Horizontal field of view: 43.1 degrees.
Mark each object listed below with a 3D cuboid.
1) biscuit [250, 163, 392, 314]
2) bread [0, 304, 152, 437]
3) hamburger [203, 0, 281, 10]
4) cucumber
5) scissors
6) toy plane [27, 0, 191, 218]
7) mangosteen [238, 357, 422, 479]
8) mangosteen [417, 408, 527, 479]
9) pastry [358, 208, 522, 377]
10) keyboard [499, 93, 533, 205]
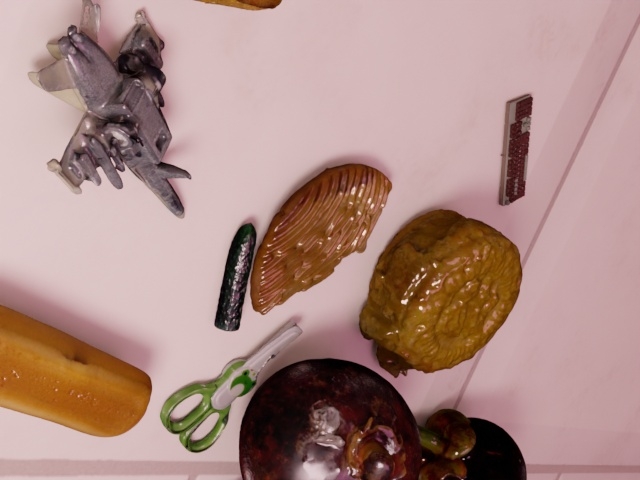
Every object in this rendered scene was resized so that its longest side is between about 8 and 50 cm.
[{"bbox_3d":[0.001,0.000,0.995,0.228,0.031,0.176,-59,142,-2],"label":"biscuit"},{"bbox_3d":[-0.275,0.129,0.802,0.092,0.074,0.239,-52,136,0],"label":"bread"},{"bbox_3d":[-0.100,-0.256,0.670,0.182,0.191,0.117,-1,110,-33],"label":"hamburger"},{"bbox_3d":[-0.097,0.041,0.942,0.032,0.032,0.133,-2,114,-41],"label":"cucumber"},{"bbox_3d":[-0.104,0.173,1.009,0.204,0.027,0.101,-43,137,-13],"label":"scissors"},{"bbox_3d":[-0.172,-0.099,0.767,0.262,0.088,0.192,55,46,-47],"label":"toy plane"},{"bbox_3d":[0.027,0.254,0.978,0.236,0.261,0.235,5,80,-26],"label":"mangosteen"},{"bbox_3d":[0.223,0.360,1.297,0.194,0.194,0.230,-42,111,-17],"label":"mangosteen"},{"bbox_3d":[0.170,0.077,1.125,0.235,0.132,0.240,-45,133,-15],"label":"pastry"},{"bbox_3d":[0.290,-0.131,1.202,0.055,0.017,0.165,-23,125,-31],"label":"keyboard"}]
